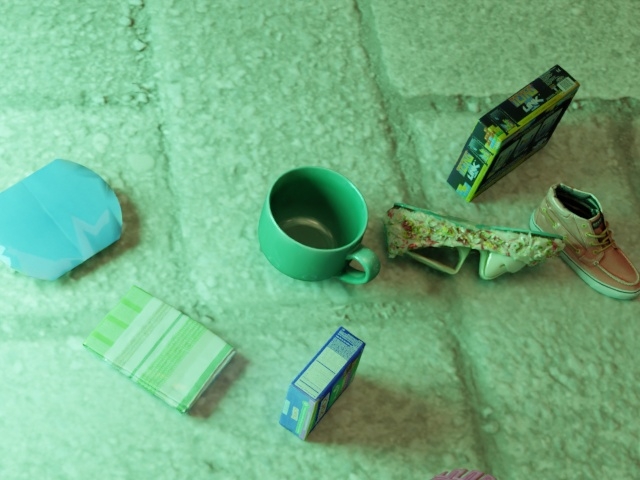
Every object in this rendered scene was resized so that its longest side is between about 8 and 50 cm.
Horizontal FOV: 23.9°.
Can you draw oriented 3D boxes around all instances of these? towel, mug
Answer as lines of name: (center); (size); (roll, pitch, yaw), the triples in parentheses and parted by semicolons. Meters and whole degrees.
towel: (-0.190, 0.129, 1.792); (0.152, 0.023, 0.113); (31, 52, 10)
mug: (-0.009, -0.003, 1.882); (0.130, 0.097, 0.157); (-6, 58, -19)

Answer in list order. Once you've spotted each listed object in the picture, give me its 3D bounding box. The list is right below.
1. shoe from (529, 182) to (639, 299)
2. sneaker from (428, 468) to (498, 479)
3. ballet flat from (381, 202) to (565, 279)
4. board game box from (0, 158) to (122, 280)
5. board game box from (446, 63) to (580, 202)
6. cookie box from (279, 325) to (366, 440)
shoe: (0.359, 0.000, 1.989); (0.178, 0.081, 0.063); (40, 55, 13)
sneaker: (0.197, 0.359, 1.688); (0.103, 0.111, 0.252); (-27, 44, -19)
ballet flat: (0.193, 0.010, 1.952); (0.241, 0.091, 0.077); (11, 84, -3)
board game box: (-0.327, -0.019, 1.850); (0.169, 0.033, 0.133); (-35, 76, -27)
board game box: (0.257, -0.144, 2.025); (0.170, 0.141, 0.048); (-35, 73, -32)
cookie box: (0.002, 0.167, 1.770); (0.040, 0.092, 0.107); (34, 55, 13)
